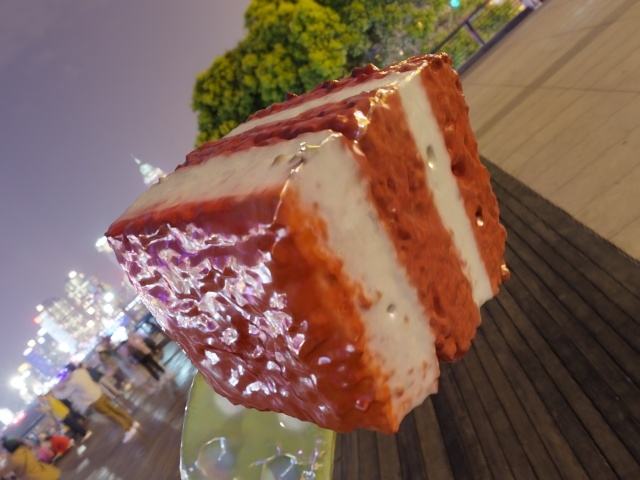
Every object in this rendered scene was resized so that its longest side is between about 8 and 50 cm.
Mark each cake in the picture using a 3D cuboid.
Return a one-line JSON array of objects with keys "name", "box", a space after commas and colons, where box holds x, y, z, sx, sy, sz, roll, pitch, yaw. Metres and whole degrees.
[{"name": "cake", "box": [0.000, 0.000, 0.575, 0.269, 0.270, 0.319, -6, 27, 42]}]

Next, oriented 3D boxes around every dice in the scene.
[{"name": "dice", "box": [-0.089, 0.305, 0.918, 0.227, 0.233, 0.238, 73, -158, -79]}]
